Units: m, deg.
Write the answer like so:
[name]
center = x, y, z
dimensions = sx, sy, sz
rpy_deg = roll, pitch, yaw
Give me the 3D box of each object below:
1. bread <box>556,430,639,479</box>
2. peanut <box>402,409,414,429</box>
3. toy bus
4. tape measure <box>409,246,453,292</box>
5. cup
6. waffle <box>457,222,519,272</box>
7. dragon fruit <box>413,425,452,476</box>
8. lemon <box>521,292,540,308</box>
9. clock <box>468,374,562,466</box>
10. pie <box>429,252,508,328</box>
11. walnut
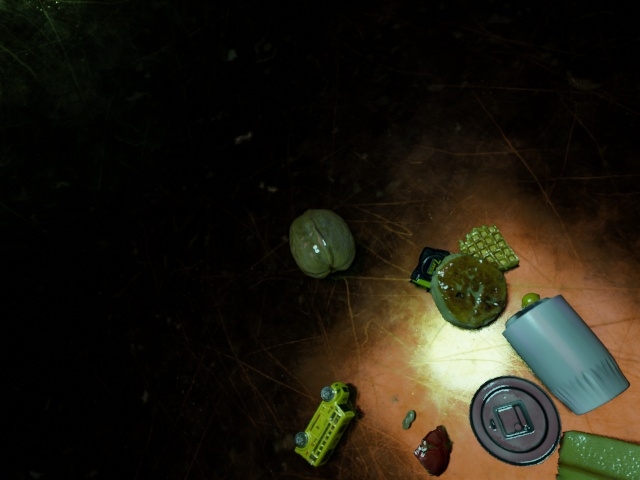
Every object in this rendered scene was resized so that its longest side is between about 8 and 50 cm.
[bread]
center = 0.938, 0.742, 1.314
dimensions = 0.362, 0.245, 0.233
rpy_deg = 11, 63, 32
[peanut]
center = 0.357, 0.732, 1.719
dimensions = 0.037, 0.037, 0.083
rpy_deg = 30, 90, 31
[toy bus]
center = 0.034, 0.775, 1.797
dimensions = 0.152, 0.144, 0.330
rpy_deg = 29, 87, 31
[tape measure]
center = 0.503, 0.136, 1.822
dimensions = 0.186, 0.112, 0.199
rpy_deg = 21, 86, 44
[cup]
center = 0.853, 0.392, 1.484
dimensions = 0.253, 0.253, 0.371
rpy_deg = -38, 63, 9
[waffle]
center = 0.683, 0.052, 1.794
dimensions = 0.219, 0.057, 0.229
rpy_deg = -29, 60, 7
[dragon fruit]
center = 0.444, 0.800, 1.604
dimensions = 0.127, 0.120, 0.161
rpy_deg = 38, 86, 26
[lemon]
center = 0.827, 0.239, 1.659
dimensions = 0.083, 0.062, 0.062
rpy_deg = -39, 59, 8
[clock]
center = 0.713, 0.660, 1.556
dimensions = 0.313, 0.061, 0.312
rpy_deg = -9, 68, 23
[pie]
center = 0.596, 0.200, 1.686
dimensions = 0.315, 0.092, 0.315
rpy_deg = 0, 91, 4
[walnut]
center = 0.001, 0.001, 2.025
dimensions = 0.306, 0.306, 0.343
rpy_deg = -27, 65, 15
